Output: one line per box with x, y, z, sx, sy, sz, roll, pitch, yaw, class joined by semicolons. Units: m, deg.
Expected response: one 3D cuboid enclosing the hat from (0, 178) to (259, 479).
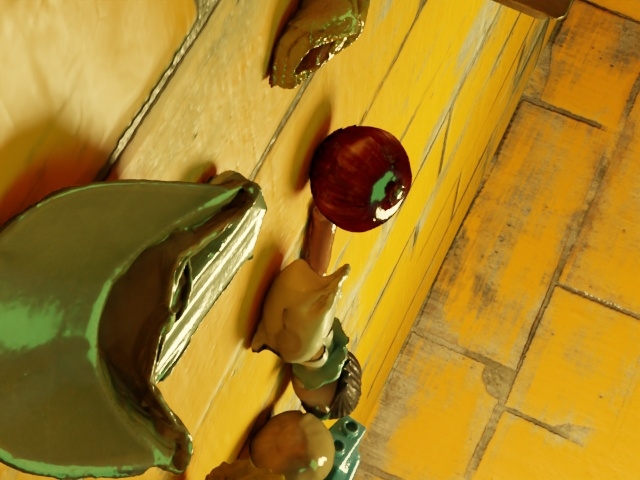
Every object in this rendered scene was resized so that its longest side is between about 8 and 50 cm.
-0.154;0.040;0.806;0.244;0.149;0.214;14;93;-41;hat

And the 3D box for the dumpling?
-0.019;0.079;1.468;0.150;0.092;0.176;-51;161;-52;dumpling

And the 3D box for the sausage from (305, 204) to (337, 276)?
0.000;0.000;1.549;0.158;0.036;0.042;99;6;-52;sausage

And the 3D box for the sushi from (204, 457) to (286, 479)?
-0.067;0.502;1.432;0.240;0.351;0.397;-49;159;-59;sushi

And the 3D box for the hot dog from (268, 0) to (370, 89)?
0.011;-0.207;1.084;0.169;0.061;0.078;-66;168;-5;hot dog

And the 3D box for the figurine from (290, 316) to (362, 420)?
0.007;0.185;1.807;0.245;0.110;0.138;76;27;-62;figurine

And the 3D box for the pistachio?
-0.042;0.323;1.793;0.226;0.135;0.136;36;78;-82;pistachio

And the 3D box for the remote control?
-0.119;0.039;1.011;0.247;0.052;0.104;-57;163;-33;remote control

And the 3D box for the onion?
0.047;-0.074;1.399;0.131;0.131;0.131;24;90;-79;onion

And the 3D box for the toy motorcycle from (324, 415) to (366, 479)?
-0.040;0.443;1.932;0.416;0.172;0.232;-45;164;-41;toy motorcycle

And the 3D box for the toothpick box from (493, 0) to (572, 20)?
0.306;-0.434;1.770;0.308;0.190;0.188;-34;146;-80;toothpick box
